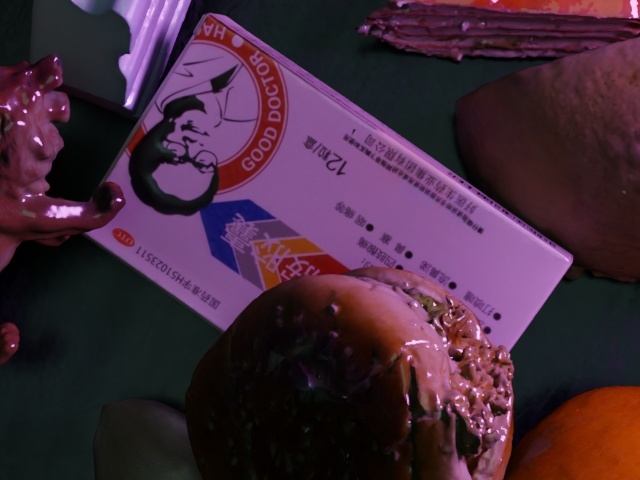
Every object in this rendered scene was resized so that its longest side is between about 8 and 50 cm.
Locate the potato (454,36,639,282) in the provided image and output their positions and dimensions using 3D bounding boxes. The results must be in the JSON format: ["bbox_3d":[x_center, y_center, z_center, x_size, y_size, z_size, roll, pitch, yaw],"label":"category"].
[{"bbox_3d":[0.249,-0.050,1.198,0.264,0.189,0.211,-6,85,2],"label":"potato"}]

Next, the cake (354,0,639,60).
[{"bbox_3d":[0.169,-0.215,1.266,0.287,0.098,0.135,-7,86,-3],"label":"cake"}]

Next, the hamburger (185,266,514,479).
[{"bbox_3d":[0.027,0.141,1.113,0.286,0.146,0.243,0,90,39],"label":"hamburger"}]

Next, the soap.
[{"bbox_3d":[-0.145,-0.256,1.239,0.095,0.173,0.290,21,87,5],"label":"soap"}]

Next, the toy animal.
[{"bbox_3d":[-0.275,-0.007,1.198,0.157,0.097,0.312,34,102,-29],"label":"toy animal"}]

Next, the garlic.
[{"bbox_3d":[-0.066,0.255,1.235,0.318,0.112,0.143,37,81,-6],"label":"garlic"}]

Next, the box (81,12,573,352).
[{"bbox_3d":[0.000,0.000,1.241,0.353,0.069,0.214,36,103,6],"label":"box"}]

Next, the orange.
[{"bbox_3d":[0.231,0.238,1.138,0.261,0.261,0.261,0,85,2],"label":"orange"}]
